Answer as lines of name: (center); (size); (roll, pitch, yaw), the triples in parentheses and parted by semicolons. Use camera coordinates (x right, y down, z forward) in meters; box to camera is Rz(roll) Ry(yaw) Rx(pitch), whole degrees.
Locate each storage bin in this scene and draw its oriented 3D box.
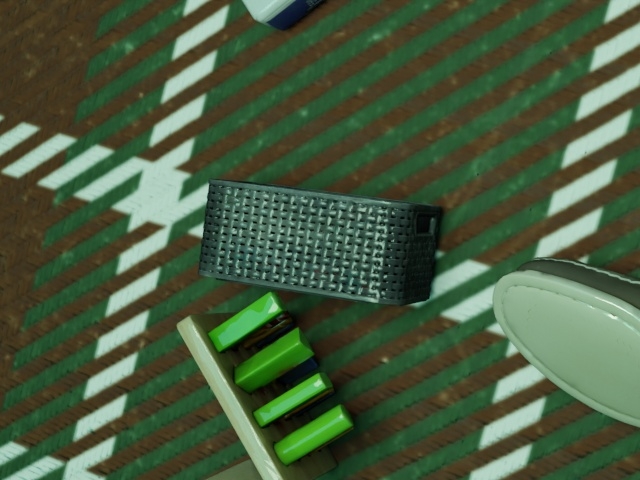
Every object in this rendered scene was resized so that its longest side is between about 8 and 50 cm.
storage bin: (0.000, 0.000, 1.128); (0.180, 0.122, 0.084); (7, 93, 19)

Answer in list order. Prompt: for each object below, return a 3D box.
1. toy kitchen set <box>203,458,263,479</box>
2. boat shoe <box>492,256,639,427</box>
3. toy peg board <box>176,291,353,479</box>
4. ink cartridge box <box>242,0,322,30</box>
toy kitchen set: (-0.065, 0.328, 1.157); (0.207, 0.122, 0.166); (45, 104, 14)
boat shoe: (0.293, 0.091, 1.040); (0.324, 0.096, 0.116); (25, 139, 21)
toy peg board: (-0.024, 0.117, 1.121); (0.079, 0.161, 0.161); (-32, 80, 12)
ink cartridge box: (-0.002, -0.407, 1.152); (0.324, 0.071, 0.330); (-35, 76, 17)
